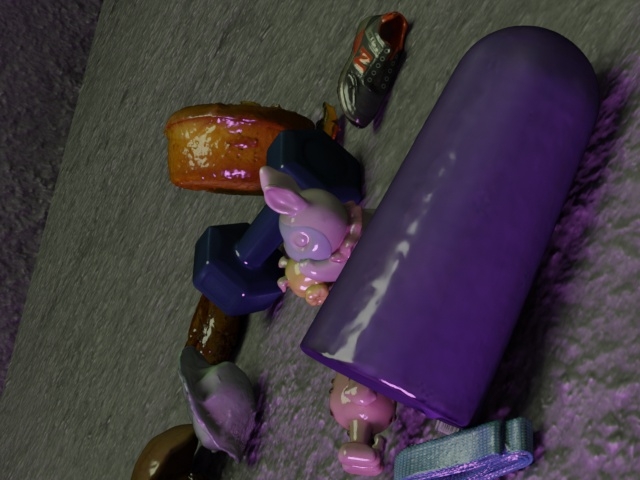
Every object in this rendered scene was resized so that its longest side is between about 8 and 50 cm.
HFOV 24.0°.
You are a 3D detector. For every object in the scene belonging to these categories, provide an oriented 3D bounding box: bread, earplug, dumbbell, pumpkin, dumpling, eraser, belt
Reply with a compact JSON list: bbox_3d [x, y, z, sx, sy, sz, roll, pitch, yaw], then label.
[{"bbox_3d":[-0.182,0.155,2.523,0.193,0.064,0.193,-160,90,-74],"label":"bread"},{"bbox_3d":[0.164,-0.031,1.682,0.456,0.215,0.215,-64,21,-7],"label":"earplug"},{"bbox_3d":[-0.071,-0.026,2.316,0.325,0.144,0.160,-48,31,39],"label":"dumbbell"},{"bbox_3d":[0.011,-0.168,2.409,0.073,0.035,0.101,113,164,-49],"label":"pumpkin"},{"bbox_3d":[-0.152,0.238,2.282,0.153,0.108,0.219,84,164,-45],"label":"dumpling"},{"bbox_3d":[0.158,0.216,1.721,0.099,0.019,0.027,14,85,65],"label":"eraser"},{"bbox_3d":[-0.139,-0.148,2.453,0.268,0.268,0.146,171,103,-65],"label":"bread"},{"bbox_3d":[0.165,0.243,1.629,0.179,0.100,0.065,-25,47,39],"label":"belt"}]

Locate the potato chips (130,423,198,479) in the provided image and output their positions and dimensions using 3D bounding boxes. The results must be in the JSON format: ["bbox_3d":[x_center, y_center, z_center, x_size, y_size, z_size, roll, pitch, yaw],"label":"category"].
[{"bbox_3d":[-0.253,0.354,2.375,0.195,0.062,0.208,-60,-8,17],"label":"potato chips"}]

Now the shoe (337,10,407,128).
[{"bbox_3d":[0.083,-0.265,2.281,0.077,0.074,0.194,-22,48,55],"label":"shoe"}]

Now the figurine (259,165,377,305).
[{"bbox_3d":[0.000,0.000,1.998,0.155,0.235,0.127,-52,27,36],"label":"figurine"}]

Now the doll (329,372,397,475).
[{"bbox_3d":[0.069,0.148,1.843,0.154,0.119,0.278,57,-139,-75],"label":"doll"}]

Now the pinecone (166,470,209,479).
[{"bbox_3d":[-0.202,0.403,2.306,0.109,0.102,0.102,94,-179,-54],"label":"pinecone"}]
